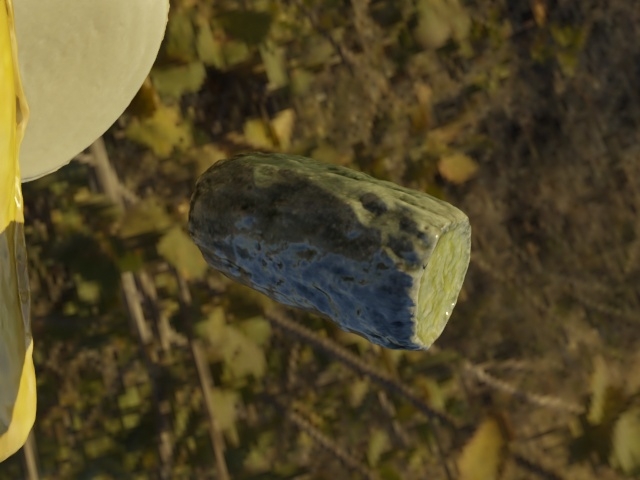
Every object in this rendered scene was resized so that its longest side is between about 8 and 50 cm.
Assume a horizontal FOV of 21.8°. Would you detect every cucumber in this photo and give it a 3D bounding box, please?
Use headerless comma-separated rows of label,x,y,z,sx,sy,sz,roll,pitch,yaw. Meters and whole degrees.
cucumber,0.002,0.001,0.653,0.112,0.064,0.064,18,168,28

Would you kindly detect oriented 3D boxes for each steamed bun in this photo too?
steamed bun,-0.224,-0.157,1.139,0.232,0.145,0.232,-38,152,-25

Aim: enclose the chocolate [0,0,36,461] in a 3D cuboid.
chocolate,-0.204,-0.114,0.652,0.162,0.162,0.445,-13,111,-9
